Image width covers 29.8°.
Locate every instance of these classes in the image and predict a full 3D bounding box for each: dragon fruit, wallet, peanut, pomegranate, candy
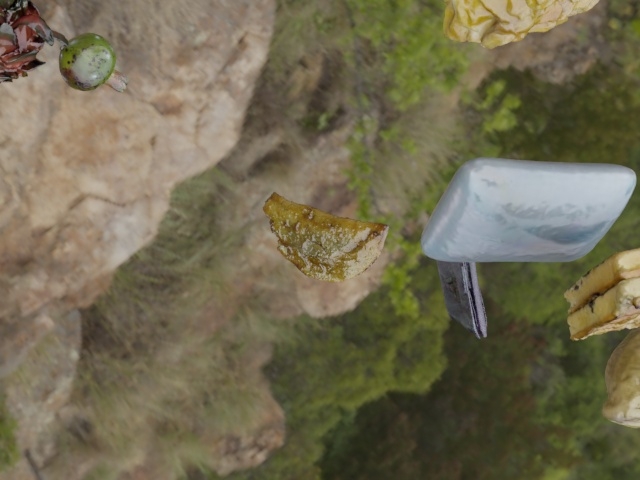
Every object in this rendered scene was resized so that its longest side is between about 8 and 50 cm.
[{"bbox_3d":[-0.376,-0.236,1.377,0.121,0.142,0.130,54,37,-12],"label":"dragon fruit"},{"bbox_3d":[0.229,0.070,1.973,0.030,0.111,0.166,-20,115,-16],"label":"wallet"},{"bbox_3d":[0.320,0.121,1.146,0.174,0.080,0.080,-38,142,-46],"label":"peanut"},{"bbox_3d":[-0.279,-0.208,1.457,0.073,0.073,0.085,-32,117,-14],"label":"pomegranate"},{"bbox_3d":[0.192,-0.025,1.116,0.174,0.071,0.138,0,146,-18],"label":"candy"}]

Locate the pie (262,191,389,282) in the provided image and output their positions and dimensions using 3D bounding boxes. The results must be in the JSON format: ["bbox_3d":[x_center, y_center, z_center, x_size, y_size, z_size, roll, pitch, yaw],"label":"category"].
[{"bbox_3d":[0.000,0.000,1.382,0.034,0.170,0.092,-18,123,-54],"label":"pie"}]

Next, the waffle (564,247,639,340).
[{"bbox_3d":[0.250,0.027,0.830,0.148,0.042,0.102,-12,165,-15],"label":"waffle"}]

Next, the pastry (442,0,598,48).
[{"bbox_3d":[0.185,-0.220,0.791,0.250,0.102,0.154,-31,166,-22],"label":"pastry"}]
